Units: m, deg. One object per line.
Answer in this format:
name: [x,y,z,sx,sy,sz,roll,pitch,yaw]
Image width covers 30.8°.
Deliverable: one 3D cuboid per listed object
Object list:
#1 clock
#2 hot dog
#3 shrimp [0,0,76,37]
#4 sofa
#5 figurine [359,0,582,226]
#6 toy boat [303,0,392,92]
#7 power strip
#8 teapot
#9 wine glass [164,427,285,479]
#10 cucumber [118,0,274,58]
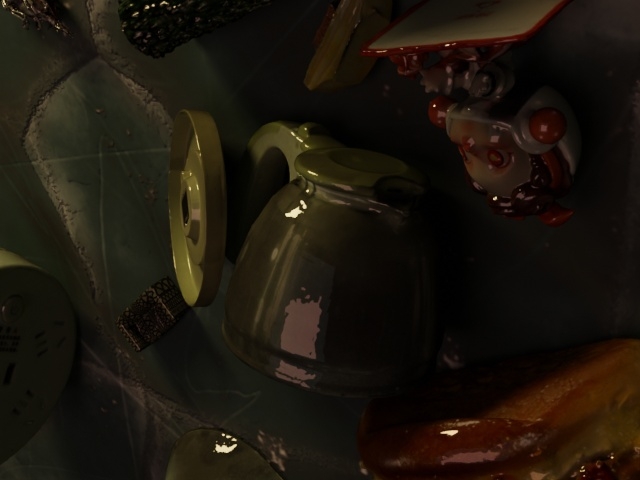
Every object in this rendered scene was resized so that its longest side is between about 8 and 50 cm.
clock: [-0.150,-0.038,1.376,0.235,0.029,0.235,179,90,-72]
hot dog: [0.192,0.236,1.218,0.405,0.223,0.185,-18,99,43]
shrimp: [-0.373,-0.303,1.488,0.165,0.056,0.065,47,119,21]
sofa: [-0.233,0.104,1.612,0.060,0.039,0.118,52,134,3]
figurine: [0.174,-0.113,1.100,0.183,0.160,0.226,3,123,39]
toy boat: [0.032,-0.222,1.203,0.066,0.065,0.172,56,135,33]
power strip: [-0.526,0.176,1.674,0.161,0.357,0.358,22,126,30]
teapot: [0.023,0.005,1.273,0.239,0.321,0.239,8,109,-9]
wine glass: [-0.228,0.466,1.559,0.267,0.406,0.267,17,122,28]
cucumber: [-0.079,-0.284,1.221,0.359,0.096,0.096,-14,104,46]
